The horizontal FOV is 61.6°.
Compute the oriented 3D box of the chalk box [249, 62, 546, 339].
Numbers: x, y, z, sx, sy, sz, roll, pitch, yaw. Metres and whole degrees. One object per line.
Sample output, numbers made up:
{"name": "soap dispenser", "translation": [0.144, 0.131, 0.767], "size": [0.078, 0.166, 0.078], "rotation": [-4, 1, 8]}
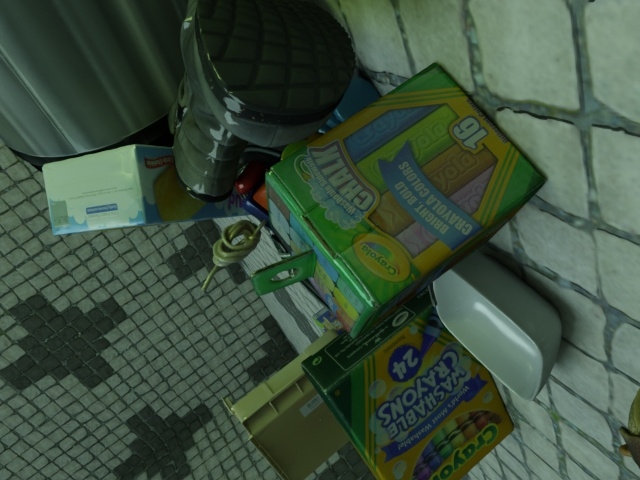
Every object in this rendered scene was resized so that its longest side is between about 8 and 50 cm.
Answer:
{"name": "chalk box", "translation": [0.041, -0.013, 0.437], "size": [0.132, 0.213, 0.132], "rotation": [52, 167, 13]}

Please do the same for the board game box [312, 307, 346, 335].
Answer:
{"name": "board game box", "translation": [0.123, 0.276, 1.184], "size": [0.233, 0.078, 0.347], "rotation": [58, 167, -15]}

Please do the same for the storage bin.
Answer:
{"name": "storage bin", "translation": [-0.029, 0.334, 1.108], "size": [0.123, 0.262, 0.261], "rotation": [38, 159, 50]}

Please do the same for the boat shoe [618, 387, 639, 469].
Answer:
{"name": "boat shoe", "translation": [0.237, 0.112, 0.293], "size": [0.342, 0.123, 0.123], "rotation": [66, 172, -28]}

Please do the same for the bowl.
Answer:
{"name": "bowl", "translation": [0.178, 0.077, 0.536], "size": [0.142, 0.053, 0.142], "rotation": [44, 163, 36]}

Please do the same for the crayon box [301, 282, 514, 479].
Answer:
{"name": "crayon box", "translation": [0.140, 0.235, 0.741], "size": [0.323, 0.203, 0.083], "rotation": [60, 165, -26]}

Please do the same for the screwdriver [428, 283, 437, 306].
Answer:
{"name": "screwdriver", "translation": [0.100, 0.015, 0.543], "size": [0.170, 0.025, 0.024], "rotation": [-78, -27, -57]}

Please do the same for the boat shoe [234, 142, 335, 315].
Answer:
{"name": "boat shoe", "translation": [0.000, 0.000, 0.702], "size": [0.335, 0.121, 0.119], "rotation": [43, -142, -26]}

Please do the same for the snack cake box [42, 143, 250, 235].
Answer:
{"name": "snack cake box", "translation": [-0.198, -0.066, 0.710], "size": [0.264, 0.152, 0.089], "rotation": [-13, -84, -63]}

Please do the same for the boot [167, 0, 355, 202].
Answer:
{"name": "boot", "translation": [-0.078, -0.118, 0.491], "size": [0.338, 0.118, 0.223], "rotation": [-104, 30, -49]}

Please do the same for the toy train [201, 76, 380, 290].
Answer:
{"name": "toy train", "translation": [-0.033, -0.052, 0.550], "size": [0.105, 0.248, 0.143], "rotation": [38, 161, -5]}

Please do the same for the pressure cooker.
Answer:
{"name": "pressure cooker", "translation": [-0.349, -0.295, 0.770], "size": [0.370, 0.375, 0.421], "rotation": [42, 161, 36]}
